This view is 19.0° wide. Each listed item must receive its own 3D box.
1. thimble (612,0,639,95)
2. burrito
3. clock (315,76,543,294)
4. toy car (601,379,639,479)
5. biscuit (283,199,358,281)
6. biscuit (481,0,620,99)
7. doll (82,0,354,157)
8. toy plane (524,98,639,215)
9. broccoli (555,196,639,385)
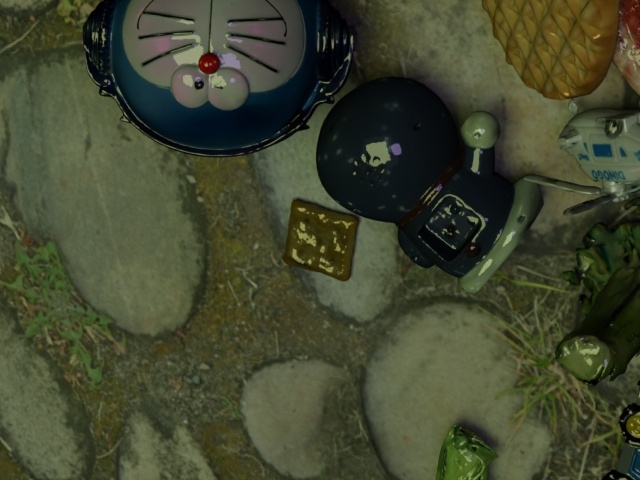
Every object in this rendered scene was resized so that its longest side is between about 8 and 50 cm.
[{"bbox_3d":[0.378,-0.228,1.812,0.239,0.162,0.239,3,97,22],"label":"thimble"},{"bbox_3d":[0.176,0.345,2.198,0.104,0.054,0.288,9,112,20],"label":"burrito"},{"bbox_3d":[0.111,-0.068,2.024,0.243,0.146,0.199,38,122,-2],"label":"clock"},{"bbox_3d":[0.366,0.221,2.043,0.100,0.097,0.191,20,116,15],"label":"toy car"},{"bbox_3d":[0.000,0.000,2.165,0.083,0.018,0.081,17,115,17],"label":"biscuit"},{"bbox_3d":[0.204,-0.243,1.864,0.040,0.309,0.205,-15,128,-14],"label":"biscuit"},{"bbox_3d":[-0.110,-0.242,2.005,0.284,0.240,0.310,-5,93,0],"label":"doll"},{"bbox_3d":[0.319,-0.085,1.883,0.182,0.273,0.107,-14,101,-11],"label":"toy plane"},{"bbox_3d":[0.342,0.057,1.893,0.198,0.275,0.177,-28,94,19],"label":"broccoli"}]
